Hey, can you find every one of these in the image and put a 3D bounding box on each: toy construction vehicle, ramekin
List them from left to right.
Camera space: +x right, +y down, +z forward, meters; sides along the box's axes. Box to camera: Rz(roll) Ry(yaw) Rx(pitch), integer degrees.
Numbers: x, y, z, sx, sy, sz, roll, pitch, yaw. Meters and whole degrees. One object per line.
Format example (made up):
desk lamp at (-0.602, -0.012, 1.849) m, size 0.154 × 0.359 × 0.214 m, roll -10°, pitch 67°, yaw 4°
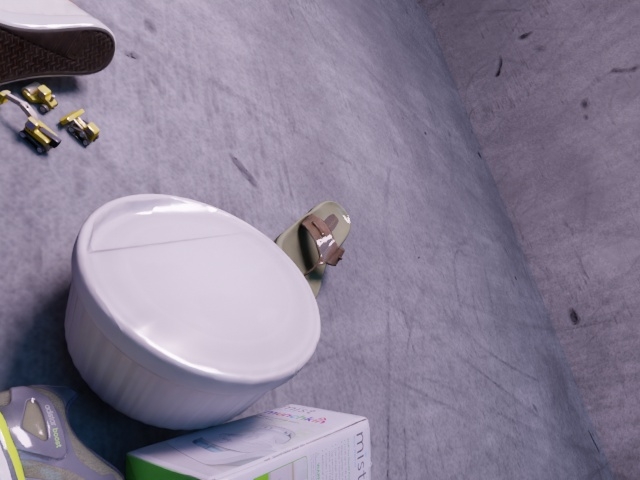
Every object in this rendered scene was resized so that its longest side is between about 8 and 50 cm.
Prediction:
toy construction vehicle at (-0.336, -0.156, 0.580) m, size 0.098 × 0.035 × 0.086 m, roll 48°, pitch 36°, yaw -18°
ramekin at (-0.145, 0.078, 0.516) m, size 0.273 × 0.127 × 0.273 m, roll 28°, pitch 27°, yaw -16°

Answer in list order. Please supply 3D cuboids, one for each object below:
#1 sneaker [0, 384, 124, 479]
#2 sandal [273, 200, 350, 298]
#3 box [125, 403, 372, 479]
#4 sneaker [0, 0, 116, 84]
sneaker at (-0.201, 0.247, 0.360) m, size 0.121 × 0.111 × 0.299 m, roll -11°, pitch 78°, yaw -60°
sandal at (0.000, -0.002, 0.859) m, size 0.120 × 0.086 × 0.302 m, roll 51°, pitch 36°, yaw -15°
box at (-0.056, 0.320, 0.450) m, size 0.231 × 0.127 × 0.261 m, roll 7°, pitch 81°, yaw -53°
sneaker at (-0.399, -0.248, 0.532) m, size 0.123 × 0.106 × 0.290 m, roll 43°, pitch 33°, yaw 13°
